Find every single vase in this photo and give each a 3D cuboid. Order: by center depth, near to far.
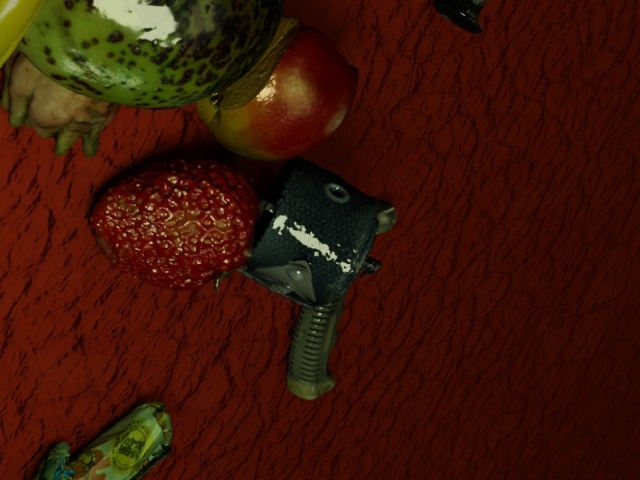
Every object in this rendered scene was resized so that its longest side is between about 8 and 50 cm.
[{"bbox_3d":[0.183,-0.292,1.990,0.167,0.059,0.059,-56,152,-4],"label":"vase"}]

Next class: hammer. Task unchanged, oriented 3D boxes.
[{"bbox_3d":[0.003,0.071,2.080,0.158,0.041,0.226,-25,138,-45],"label":"hammer"}]

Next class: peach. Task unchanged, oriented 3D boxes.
[{"bbox_3d":[-0.035,-0.128,1.761,0.118,0.151,0.151,43,76,-16],"label":"peach"}]

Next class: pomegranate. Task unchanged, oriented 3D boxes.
[{"bbox_3d":[-0.155,-0.187,1.454,0.222,0.276,0.204,4,76,-38],"label":"pomegranate"}]

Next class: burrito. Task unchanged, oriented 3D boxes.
[{"bbox_3d":[-0.239,0.231,1.836,0.288,0.054,0.104,-38,146,-32],"label":"burrito"}]

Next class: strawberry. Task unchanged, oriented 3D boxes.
[{"bbox_3d":[-0.130,-0.017,1.723,0.131,0.148,0.131,-162,-90,-78],"label":"strawberry"}]

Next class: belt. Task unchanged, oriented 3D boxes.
[{"bbox_3d":[-0.001,0.000,1.822,0.122,0.128,0.218,-62,-176,-5],"label":"belt"}]

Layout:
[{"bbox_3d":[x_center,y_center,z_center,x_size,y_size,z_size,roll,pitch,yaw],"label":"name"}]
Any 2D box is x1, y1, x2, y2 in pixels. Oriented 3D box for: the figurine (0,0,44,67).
[{"bbox_3d":[-0.303,-0.161,1.153,0.340,0.324,0.231,-43,-167,-17],"label":"figurine"}]
